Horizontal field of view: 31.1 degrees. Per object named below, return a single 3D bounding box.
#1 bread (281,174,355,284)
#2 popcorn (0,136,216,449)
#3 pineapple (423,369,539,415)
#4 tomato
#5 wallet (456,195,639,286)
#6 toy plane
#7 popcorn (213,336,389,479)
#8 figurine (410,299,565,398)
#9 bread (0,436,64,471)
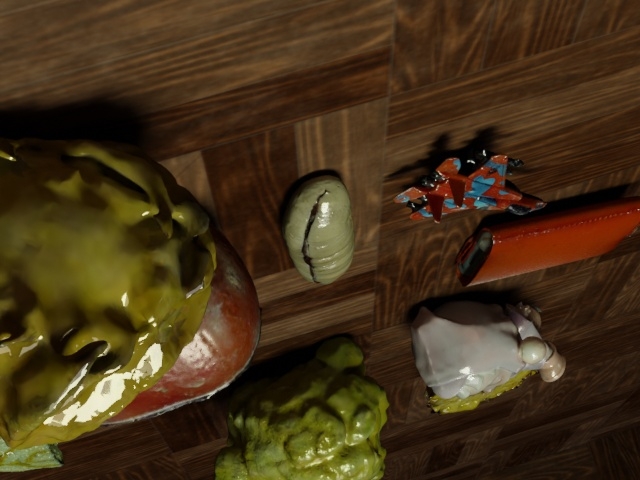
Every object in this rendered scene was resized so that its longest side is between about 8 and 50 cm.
[{"bbox_3d":[0.000,0.000,1.153,0.073,0.053,0.214,-13,159,-3],"label":"bread"},{"bbox_3d":[-0.205,0.034,0.843,0.250,0.250,0.190,-10,-175,-21],"label":"popcorn"},{"bbox_3d":[0.254,0.204,1.824,0.225,0.076,0.225,-18,157,-8],"label":"pineapple"},{"bbox_3d":[-0.171,0.053,1.028,0.214,0.180,0.155,-25,141,-3],"label":"tomato"},{"bbox_3d":[0.275,-0.002,1.384,0.204,0.045,0.142,-12,160,-14],"label":"wallet"},{"bbox_3d":[0.164,-0.053,1.153,0.189,0.061,0.130,-2,153,-45],"label":"toy plane"},{"bbox_3d":[-0.019,0.264,1.579,0.241,0.235,0.250,-55,168,-37],"label":"popcorn"},{"bbox_3d":[0.233,0.146,1.596,0.276,0.133,0.200,-1,166,-46],"label":"figurine"},{"bbox_3d":[-0.363,0.220,1.323,0.110,0.103,0.156,-21,152,-10],"label":"bread"}]
